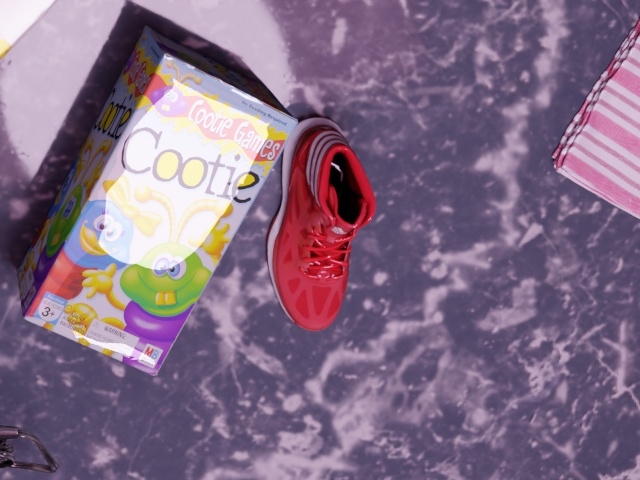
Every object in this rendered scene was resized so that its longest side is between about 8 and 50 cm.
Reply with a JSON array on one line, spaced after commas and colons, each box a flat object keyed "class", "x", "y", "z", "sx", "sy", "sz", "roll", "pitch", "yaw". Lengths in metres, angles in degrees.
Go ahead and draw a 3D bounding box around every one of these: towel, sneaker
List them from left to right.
[{"class": "sneaker", "x": 0.000, "y": 0.000, "z": 1.577, "sx": 0.087, "sy": 0.128, "sz": 0.221, "roll": -7, "pitch": 110, "yaw": -12}, {"class": "towel", "x": 0.346, "y": -0.127, "z": 1.674, "sx": 0.144, "sy": 0.029, "sz": 0.197, "roll": 28, "pitch": 100, "yaw": -21}]

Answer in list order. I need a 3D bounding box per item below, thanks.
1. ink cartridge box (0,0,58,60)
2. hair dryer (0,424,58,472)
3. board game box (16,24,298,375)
[{"class": "ink cartridge box", "x": -0.351, "y": -0.219, "z": 1.393, "sx": 0.233, "sy": 0.168, "sz": 0.171, "roll": -44, "pitch": 113, "yaw": 4}, {"class": "hair dryer", "x": -0.419, "y": 0.183, "z": 1.538, "sx": 0.223, "sy": 0.080, "sz": 0.293, "roll": -39, "pitch": 126, "yaw": 24}, {"class": "board game box", "x": -0.160, "y": -0.040, "z": 1.516, "sx": 0.142, "sy": 0.144, "sz": 0.275, "roll": 26, "pitch": 100, "yaw": -20}]
